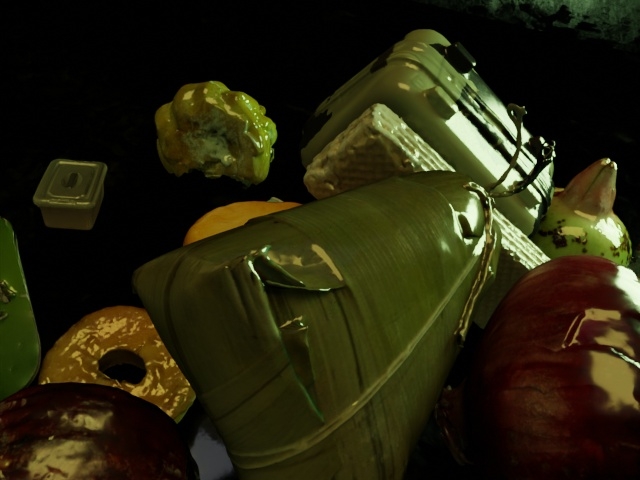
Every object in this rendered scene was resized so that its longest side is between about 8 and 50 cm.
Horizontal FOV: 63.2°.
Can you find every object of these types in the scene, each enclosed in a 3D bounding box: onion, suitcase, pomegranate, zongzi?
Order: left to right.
[{"bbox_3d":[-0.208,0.242,0.412,0.216,0.207,0.206,0,38,-6],"label":"onion"},{"bbox_3d":[0.141,-0.102,0.818,0.351,0.339,0.194,40,56,-20],"label":"suitcase"},{"bbox_3d":[0.091,0.112,0.522,0.447,0.418,0.181,-23,11,-33],"label":"zongzi"},{"bbox_3d":[0.244,0.192,0.540,0.285,0.347,0.347,-9,27,35],"label":"onion"},{"bbox_3d":[0.407,-0.024,0.852,0.214,0.248,0.214,8,33,-6],"label":"pomegranate"}]

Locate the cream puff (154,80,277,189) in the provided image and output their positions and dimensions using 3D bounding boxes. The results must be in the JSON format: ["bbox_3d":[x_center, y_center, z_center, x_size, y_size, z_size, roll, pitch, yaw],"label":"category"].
[{"bbox_3d":[-0.190,-0.208,0.969,0.221,0.194,0.194,11,40,-10],"label":"cream puff"}]

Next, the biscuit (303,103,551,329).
[{"bbox_3d":[0.174,0.002,0.700,0.426,0.144,0.078,39,39,-19],"label":"biscuit"}]

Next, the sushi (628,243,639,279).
[{"bbox_3d":[0.629,0.048,0.946,0.084,0.094,0.098,-8,44,-21],"label":"sushi"}]

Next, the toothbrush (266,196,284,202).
[{"bbox_3d":[0.000,0.000,0.887,0.027,0.021,0.269,-36,58,-28],"label":"toothbrush"}]

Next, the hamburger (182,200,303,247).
[{"bbox_3d":[-0.066,0.060,0.685,0.246,0.170,0.246,4,28,-2],"label":"hamburger"}]

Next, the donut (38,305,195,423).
[{"bbox_3d":[-0.225,0.161,0.607,0.178,0.065,0.162,31,47,19],"label":"donut"}]

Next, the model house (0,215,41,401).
[{"bbox_3d":[-0.467,0.102,0.580,0.294,0.154,0.207,-14,90,-18],"label":"model house"}]

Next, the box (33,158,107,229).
[{"bbox_3d":[-0.395,-0.072,0.833,0.089,0.062,0.122,3,40,-11],"label":"box"}]
